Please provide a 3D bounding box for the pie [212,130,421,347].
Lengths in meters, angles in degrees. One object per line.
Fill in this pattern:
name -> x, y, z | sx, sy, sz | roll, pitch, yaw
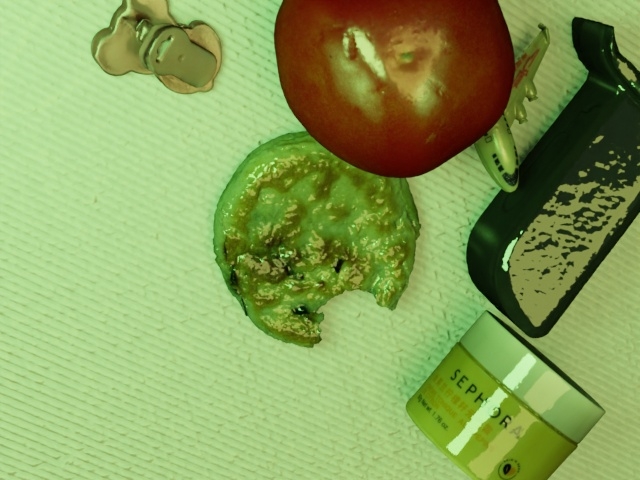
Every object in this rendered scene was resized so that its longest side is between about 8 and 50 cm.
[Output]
pie -> -0.002, -0.007, 1.786 | 0.302, 0.067, 0.303 | -6, 112, -15

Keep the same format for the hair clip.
hair clip -> -0.195, -0.241, 1.662 | 0.138, 0.102, 0.123 | 15, 108, -55

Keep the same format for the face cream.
face cream -> 0.254, 0.234, 1.868 | 0.218, 0.218, 0.179 | 38, 95, -25

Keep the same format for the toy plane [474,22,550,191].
toy plane -> 0.205, -0.186, 1.764 | 0.241, 0.104, 0.256 | -21, 103, -12

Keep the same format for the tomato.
tomato -> 0.090, -0.222, 1.603 | 0.298, 0.226, 0.299 | 0, 95, 1

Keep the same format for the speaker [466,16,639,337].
speaker -> 0.318, -0.085, 1.809 | 0.184, 0.180, 0.388 | 34, 95, -18
